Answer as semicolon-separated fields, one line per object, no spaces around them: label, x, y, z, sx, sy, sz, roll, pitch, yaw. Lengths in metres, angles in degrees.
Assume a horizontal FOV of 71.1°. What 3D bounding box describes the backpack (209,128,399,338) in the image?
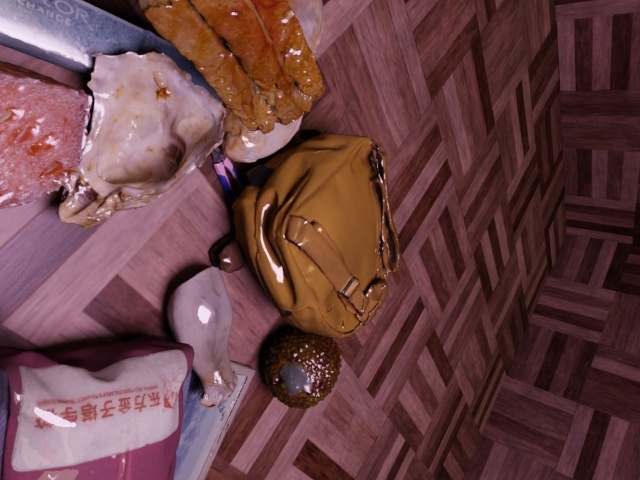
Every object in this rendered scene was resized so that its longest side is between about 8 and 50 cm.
backpack;0.004;0.002;0.821;0.353;0.201;0.378;-39;126;-37

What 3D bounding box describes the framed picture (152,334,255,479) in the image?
framed picture;-0.262;0.347;0.753;0.247;0.022;0.335;40;70;-48

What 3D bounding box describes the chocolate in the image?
chocolate;-0.075;-0.267;0.705;0.134;0.134;0.309;23;83;-50

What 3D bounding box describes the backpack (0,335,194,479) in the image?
backpack;-0.298;0.282;0.547;0.283;0.197;0.317;11;82;-53

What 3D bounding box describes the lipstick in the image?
lipstick;-0.252;-0.230;0.547;0.290;0.076;0.077;9;95;-51

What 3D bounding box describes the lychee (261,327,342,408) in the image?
lychee;-0.033;0.249;0.895;0.171;0.171;0.171;-18;114;-46

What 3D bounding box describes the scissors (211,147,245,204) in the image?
scissors;-0.155;-0.112;0.747;0.039;0.012;0.113;-47;133;-30

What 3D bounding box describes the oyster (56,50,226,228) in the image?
oyster;-0.227;-0.112;0.553;0.233;0.161;0.107;-46;-178;11

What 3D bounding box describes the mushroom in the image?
mushroom;-0.180;0.157;0.721;0.116;0.093;0.225;-15;94;-62

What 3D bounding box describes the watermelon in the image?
watermelon;-0.354;-0.107;0.421;0.257;0.140;0.192;-21;137;-50

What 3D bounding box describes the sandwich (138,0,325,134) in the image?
sandwich;-0.129;-0.320;0.519;0.325;0.131;0.262;67;10;17
